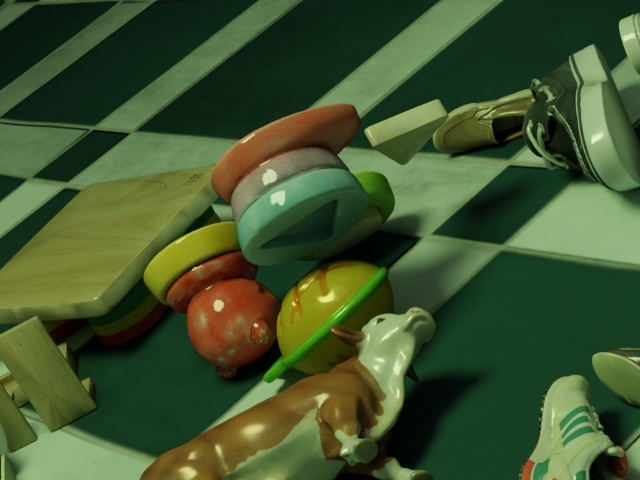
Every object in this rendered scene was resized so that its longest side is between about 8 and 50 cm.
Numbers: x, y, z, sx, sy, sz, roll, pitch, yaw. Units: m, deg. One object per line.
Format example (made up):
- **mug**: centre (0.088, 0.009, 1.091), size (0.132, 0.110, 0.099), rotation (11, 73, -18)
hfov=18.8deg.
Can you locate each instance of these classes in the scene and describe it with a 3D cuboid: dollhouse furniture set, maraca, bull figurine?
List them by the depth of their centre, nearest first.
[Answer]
- **bull figurine**: centre (-0.013, 0.177, 1.654), size (0.310, 0.101, 0.188), rotation (-32, 24, -5)
- **maraca**: centre (0.006, 0.081, 1.847), size (0.127, 0.099, 0.186), rotation (-41, -1, -35)
- **dollhouse furniture set**: centre (-0.336, 0.134, 2.107), size (0.144, 0.123, 0.151), rotation (-28, 23, 6)

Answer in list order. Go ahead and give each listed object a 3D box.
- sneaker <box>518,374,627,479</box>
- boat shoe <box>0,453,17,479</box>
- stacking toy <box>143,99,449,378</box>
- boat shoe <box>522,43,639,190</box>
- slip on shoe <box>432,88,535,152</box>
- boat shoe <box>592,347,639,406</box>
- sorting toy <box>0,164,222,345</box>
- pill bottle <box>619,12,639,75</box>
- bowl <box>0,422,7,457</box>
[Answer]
- **sneaker**: centre (0.205, 0.164, 1.495), size (0.075, 0.057, 0.161), rotation (-1, 32, 22)
- **boat shoe**: centre (-0.323, 0.258, 1.931), size (0.042, 0.049, 0.133), rotation (-21, 28, 2)
- **stacking toy**: centre (0.000, 0.000, 1.925), size (0.279, 0.130, 0.309), rotation (-14, -25, -32)
- **boat shoe**: centre (0.253, -0.113, 1.927), size (0.102, 0.108, 0.301), rotation (-25, 21, 12)
- **slip on shoe**: centre (0.186, -0.124, 2.112), size (0.135, 0.051, 0.041), rotation (-16, 38, 17)
- **boat shoe**: centre (0.273, 0.105, 1.526), size (0.043, 0.049, 0.137), rotation (-39, 26, -27)
- **sorting toy**: centre (-0.246, 0.032, 2.256), size (0.257, 0.089, 0.255), rotation (-6, 33, 44)
- **pill bottle**: centre (0.398, -0.229, 2.015), size (0.160, 0.087, 0.087), rotation (-21, 24, 22)
- **bowl**: centre (-0.392, 0.243, 2.020), size (0.142, 0.053, 0.142), rotation (-46, 18, -25)
